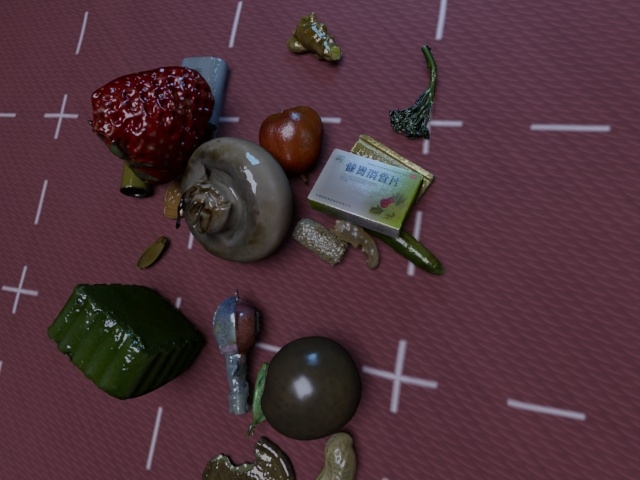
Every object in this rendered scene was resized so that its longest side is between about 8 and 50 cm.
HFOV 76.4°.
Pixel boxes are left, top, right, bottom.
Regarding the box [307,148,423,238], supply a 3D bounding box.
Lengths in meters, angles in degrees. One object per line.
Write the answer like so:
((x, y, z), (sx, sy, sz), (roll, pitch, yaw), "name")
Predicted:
((0.120, -0.129, 1.089), (0.261, 0.062, 0.175), (21, 70, 18), "box")

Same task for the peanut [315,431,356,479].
((0.042, 0.604, 1.044), (0.099, 0.090, 0.214), (8, 80, 29), "peanut")

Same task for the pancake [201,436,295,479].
((-0.205, 0.691, 1.136), (0.289, 0.033, 0.285), (16, 86, 20), "pancake")

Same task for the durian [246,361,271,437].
((-0.160, 0.433, 1.130), (0.086, 0.100, 0.215), (12, 93, 20), "durian")

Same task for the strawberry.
((-0.456, -0.353, 1.195), (0.345, 0.317, 0.295), (-39, 40, -9), "strawberry")

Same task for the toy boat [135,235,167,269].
((-0.563, 0.045, 1.354), (0.047, 0.049, 0.149), (41, 101, -23), "toy boat")

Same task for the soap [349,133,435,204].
((0.196, -0.207, 1.159), (0.252, 0.037, 0.092), (37, 92, 20), "soap")

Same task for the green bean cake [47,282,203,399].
((-0.553, 0.280, 1.164), (0.335, 0.319, 0.218), (34, 93, 20), "green bean cake")

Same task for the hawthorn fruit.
((-0.077, -0.275, 1.198), (0.197, 0.196, 0.225), (-13, 102, 15), "hawthorn fruit")

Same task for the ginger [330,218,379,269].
((0.106, 0.003, 1.120), (0.173, 0.051, 0.069), (45, 101, 3), "ginger")

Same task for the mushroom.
((-0.256, -0.101, 1.127), (0.363, 0.295, 0.361), (12, 111, 32), "mushroom")

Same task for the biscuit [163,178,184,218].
((-0.474, -0.141, 1.367), (0.118, 0.023, 0.139), (-2, 80, 18), "biscuit")

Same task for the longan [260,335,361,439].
((-0.026, 0.369, 1.021), (0.259, 0.258, 0.257), (-3, 80, 17), "longan")

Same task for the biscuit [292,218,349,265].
((0.000, 0.000, 1.171), (0.169, 0.070, 0.082), (35, 99, 16), "biscuit")

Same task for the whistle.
((-0.233, 0.311, 1.157), (0.142, 0.134, 0.345), (-13, 79, 61), "whistle")

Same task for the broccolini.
((0.265, -0.422, 1.160), (0.123, 0.062, 0.270), (7, 89, 4), "broccolini")

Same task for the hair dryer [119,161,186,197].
((-0.537, -0.232, 1.364), (0.279, 0.090, 0.134), (-5, 71, 16), "hair dryer")

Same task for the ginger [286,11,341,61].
((-0.014, -0.633, 1.273), (0.206, 0.081, 0.115), (28, 96, 21), "ginger")

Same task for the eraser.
((-0.410, -0.496, 1.377), (0.174, 0.081, 0.226), (7, 82, 15), "eraser")

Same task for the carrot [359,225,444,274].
((0.188, -0.020, 1.113), (0.359, 0.074, 0.074), (38, 93, 18), "carrot")
